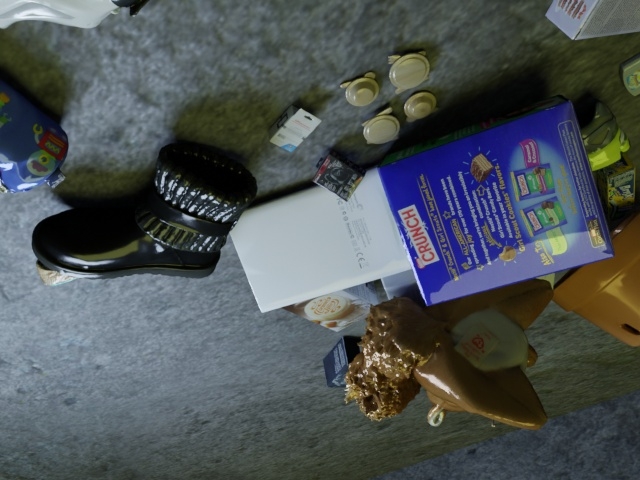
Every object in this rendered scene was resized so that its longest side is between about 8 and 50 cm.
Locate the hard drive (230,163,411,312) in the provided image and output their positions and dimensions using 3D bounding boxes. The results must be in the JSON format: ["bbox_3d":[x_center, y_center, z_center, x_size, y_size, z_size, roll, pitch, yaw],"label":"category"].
[{"bbox_3d":[0.000,0.000,1.087,0.318,0.040,0.210,-17,104,9],"label":"hard drive"}]

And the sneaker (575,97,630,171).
[{"bbox_3d":[0.393,-0.163,1.026,0.300,0.111,0.121,-25,122,19],"label":"sneaker"}]

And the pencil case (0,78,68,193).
[{"bbox_3d":[-0.492,-0.179,0.753,0.119,0.133,0.306,3,153,35],"label":"pencil case"}]

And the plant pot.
[{"bbox_3d":[0.678,0.091,1.221,0.291,0.203,0.291,-38,162,-15],"label":"plant pot"}]

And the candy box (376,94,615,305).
[{"bbox_3d":[0.291,-0.064,0.958,0.317,0.122,0.268,-17,102,18],"label":"candy box"}]

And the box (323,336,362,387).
[{"bbox_3d":[0.111,0.362,1.648,0.156,0.093,0.158,7,141,-22],"label":"box"}]

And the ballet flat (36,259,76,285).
[{"bbox_3d":[-0.466,0.036,1.100,0.206,0.073,0.067,-18,129,4],"label":"ballet flat"}]

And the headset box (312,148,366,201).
[{"bbox_3d":[0.031,-0.119,1.005,0.083,0.032,0.062,31,118,-4],"label":"headset box"}]

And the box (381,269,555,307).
[{"bbox_3d":[0.302,0.040,1.199,0.345,0.168,0.215,-16,144,8],"label":"box"}]

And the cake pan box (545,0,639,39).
[{"bbox_3d":[0.445,-0.387,0.691,0.245,0.070,0.267,-18,149,-25],"label":"cake pan box"}]

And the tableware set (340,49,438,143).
[{"bbox_3d":[0.121,-0.231,0.920,0.141,0.020,0.169,-21,141,12],"label":"tableware set"}]

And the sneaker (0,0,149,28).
[{"bbox_3d":[-0.248,-0.324,0.645,0.330,0.122,0.146,-13,167,-9],"label":"sneaker"}]

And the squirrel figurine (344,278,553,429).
[{"bbox_3d":[0.251,0.256,1.174,0.397,0.281,0.370,5,155,2],"label":"squirrel figurine"}]

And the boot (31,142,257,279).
[{"bbox_3d":[-0.304,-0.052,0.964,0.348,0.131,0.260,2,146,-26],"label":"boot"}]

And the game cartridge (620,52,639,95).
[{"bbox_3d":[0.546,-0.283,0.955,0.056,0.017,0.083,-29,140,29],"label":"game cartridge"}]

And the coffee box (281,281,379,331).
[{"bbox_3d":[0.004,0.110,1.280,0.141,0.098,0.246,-33,138,28],"label":"coffee box"}]

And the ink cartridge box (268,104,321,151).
[{"bbox_3d":[-0.043,-0.190,0.927,0.048,0.028,0.083,22,133,-36],"label":"ink cartridge box"}]

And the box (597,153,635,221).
[{"bbox_3d":[0.614,-0.112,1.163,0.054,0.059,0.169,-20,142,15],"label":"box"}]
